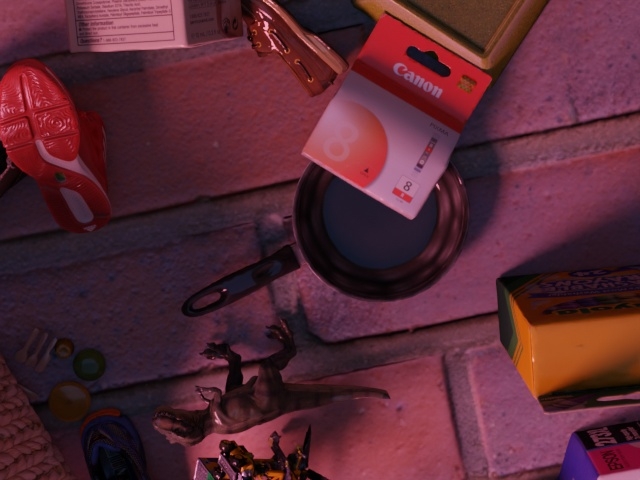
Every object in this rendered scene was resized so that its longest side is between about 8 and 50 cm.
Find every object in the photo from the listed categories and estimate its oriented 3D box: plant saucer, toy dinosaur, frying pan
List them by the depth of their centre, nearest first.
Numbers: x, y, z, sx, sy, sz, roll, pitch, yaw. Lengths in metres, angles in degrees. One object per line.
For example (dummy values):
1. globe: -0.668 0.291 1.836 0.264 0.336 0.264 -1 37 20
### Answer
1. plant saucer: 0.159 -0.287 1.890 0.188 0.045 0.188 32 97 -6
2. frying pan: 0.024 0.018 1.934 0.197 0.053 0.326 42 96 -6
3. toy dinosaur: -0.067 0.157 1.935 0.268 0.064 0.118 -11 61 -16

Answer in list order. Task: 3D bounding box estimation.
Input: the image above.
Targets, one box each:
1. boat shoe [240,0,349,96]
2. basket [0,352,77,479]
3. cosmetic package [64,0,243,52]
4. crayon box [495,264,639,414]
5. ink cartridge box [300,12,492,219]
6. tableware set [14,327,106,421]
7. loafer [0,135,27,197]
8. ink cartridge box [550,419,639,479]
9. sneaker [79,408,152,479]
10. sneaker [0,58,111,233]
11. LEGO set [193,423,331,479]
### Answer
1. boat shoe: -0.052 -0.226 1.886 0.178 0.064 0.060 40 95 -10
2. basket: -0.451 0.295 1.808 0.328 0.331 0.266 -31 86 8
3. cosmetic package: -0.183 -0.349 1.809 0.153 0.129 0.296 2 102 27
4. crayon box: 0.306 0.094 1.818 0.203 0.323 0.083 -5 100 -1
5. ink cartridge box: 0.084 -0.134 1.879 0.145 0.045 0.179 30 95 -3
6. tableware set: -0.315 0.179 1.972 0.104 0.024 0.154 28 97 -9
7. loafer: -0.457 -0.026 1.877 0.366 0.130 0.134 -44 98 6
8. ink cartridge box: 0.395 0.244 1.920 0.371 0.176 0.069 -13 99 1
9. sneaker: -0.212 0.301 1.961 0.083 0.087 0.221 -29 99 4
10. sneaker: -0.285 -0.124 1.855 0.087 0.128 0.221 -12 130 2
11. LEGO set: -0.037 0.381 1.891 0.192 0.255 0.331 3 101 -25
